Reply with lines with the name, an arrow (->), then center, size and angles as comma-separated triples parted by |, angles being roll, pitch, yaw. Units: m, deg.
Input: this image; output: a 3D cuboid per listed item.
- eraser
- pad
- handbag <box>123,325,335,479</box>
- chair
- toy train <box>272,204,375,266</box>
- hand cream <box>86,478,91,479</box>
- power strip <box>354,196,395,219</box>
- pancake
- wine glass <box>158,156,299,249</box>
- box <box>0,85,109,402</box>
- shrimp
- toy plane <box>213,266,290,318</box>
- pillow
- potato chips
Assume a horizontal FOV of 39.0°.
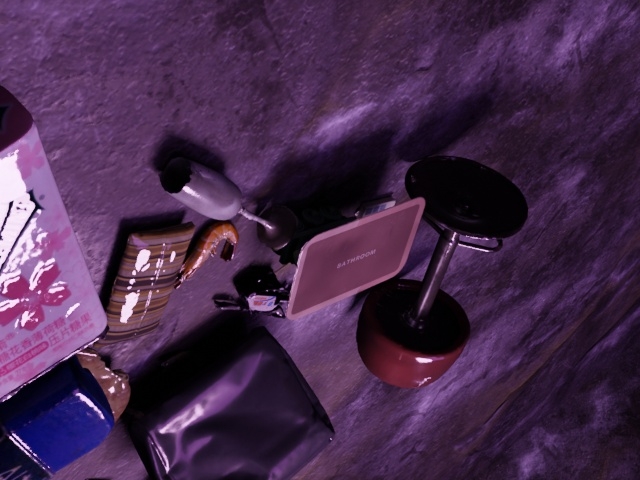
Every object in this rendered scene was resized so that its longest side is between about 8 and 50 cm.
eraser -> -0.434, 0.277, 1.157 | 0.332, 0.101, 0.155 | -31, 139, -9
pad -> 0.058, 0.028, 1.430 | 0.266, 0.002, 0.176 | -21, 140, -36
handbag -> -0.165, 0.310, 1.505 | 0.302, 0.275, 0.178 | -36, -170, -25
chair -> 0.208, 0.067, 1.670 | 0.226, 0.226, 0.401 | -21, 141, -38
toy train -> 0.000, 0.000, 1.432 | 0.170, 0.111, 0.071 | -17, 137, -45
hand cream -> -0.427, 0.516, 1.542 | 0.248, 0.052, 0.075 | -54, 150, 10
power strip -> 0.097, -0.052, 1.586 | 0.090, 0.016, 0.040 | -15, 136, -43
pancake -> -0.379, 0.235, 1.288 | 0.222, 0.042, 0.236 | -49, 147, 11
wine glass -> -0.127, -0.053, 1.251 | 0.074, 0.074, 0.262 | -52, 148, 7
box -> -0.361, 0.024, 0.998 | 0.190, 0.112, 0.370 | -33, 146, -21
shrimp -> -0.168, 0.027, 1.333 | 0.127, 0.025, 0.091 | -48, 151, -5
toy plane -> -0.086, 0.092, 1.493 | 0.078, 0.053, 0.197 | -49, 150, 18
pillow -> -0.247, 0.065, 1.262 | 0.113, 0.038, 0.203 | -12, 135, -46
potato chips -> -0.230, 0.246, 1.511 | 0.142, 0.026, 0.209 | -29, 145, -25
